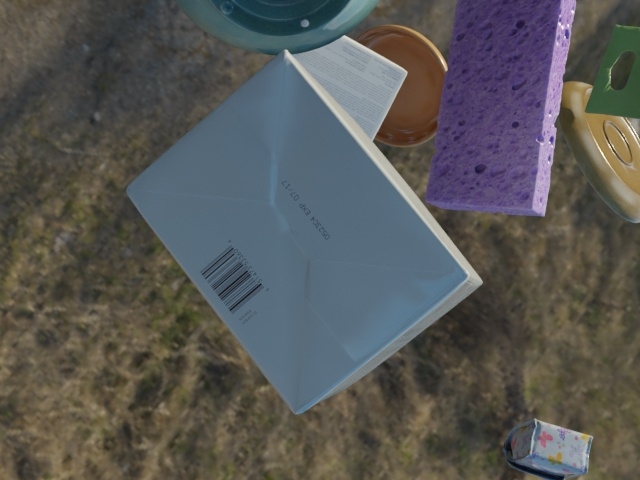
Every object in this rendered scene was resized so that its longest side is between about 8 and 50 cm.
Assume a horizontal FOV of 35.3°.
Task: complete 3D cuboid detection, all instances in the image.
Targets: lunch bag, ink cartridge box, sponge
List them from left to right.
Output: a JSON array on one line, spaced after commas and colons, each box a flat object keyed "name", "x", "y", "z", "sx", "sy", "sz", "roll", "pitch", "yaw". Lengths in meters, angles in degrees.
[{"name": "ink cartridge box", "x": -0.004, "y": -0.186, "z": 1.448, "sx": 0.181, "sy": 0.056, "sz": 0.225, "roll": 25, "pitch": 98, "yaw": -23}, {"name": "sponge", "x": 0.165, "y": -0.130, "z": 0.927, "sx": 0.031, "sy": 0.117, "sz": 0.210, "roll": 14, "pitch": 84, "yaw": -46}, {"name": "lunch bag", "x": 0.243, "y": 0.229, "z": 1.088, "sx": 0.083, "sy": 0.071, "sz": 0.053, "roll": 127, "pitch": -20, "yaw": -68}, {"name": "ink cartridge box", "x": 0.498, "y": -0.238, "z": 1.377, "sx": 0.171, "sy": 0.235, "sz": 0.056, "roll": -65, "pitch": 153, "yaw": -23}]

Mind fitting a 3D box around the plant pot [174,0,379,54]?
[{"name": "plant pot", "x": -0.044, "y": -0.322, "z": 1.056, "sx": 0.196, "sy": 0.293, "sz": 0.293, "roll": -98, "pitch": -152, "yaw": -64}]

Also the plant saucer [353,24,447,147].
[{"name": "plant saucer", "x": 0.124, "y": -0.248, "z": 1.607, "sx": 0.037, "sy": 0.200, "sz": 0.200, "roll": -38, "pitch": 150, "yaw": -47}]

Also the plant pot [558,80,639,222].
[{"name": "plant pot", "x": 0.429, "y": -0.138, "z": 1.487, "sx": 0.032, "sy": 0.236, "sz": 0.236, "roll": -31, "pitch": 168, "yaw": 34}]

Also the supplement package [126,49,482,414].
[{"name": "supplement package", "x": 0.000, "y": 0.000, "z": 0.743, "sx": 0.149, "sy": 0.194, "sz": 0.203, "roll": -39, "pitch": 170, "yaw": 7}]
